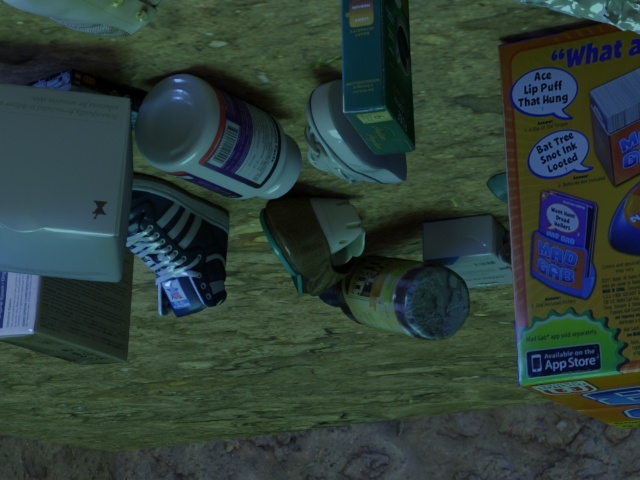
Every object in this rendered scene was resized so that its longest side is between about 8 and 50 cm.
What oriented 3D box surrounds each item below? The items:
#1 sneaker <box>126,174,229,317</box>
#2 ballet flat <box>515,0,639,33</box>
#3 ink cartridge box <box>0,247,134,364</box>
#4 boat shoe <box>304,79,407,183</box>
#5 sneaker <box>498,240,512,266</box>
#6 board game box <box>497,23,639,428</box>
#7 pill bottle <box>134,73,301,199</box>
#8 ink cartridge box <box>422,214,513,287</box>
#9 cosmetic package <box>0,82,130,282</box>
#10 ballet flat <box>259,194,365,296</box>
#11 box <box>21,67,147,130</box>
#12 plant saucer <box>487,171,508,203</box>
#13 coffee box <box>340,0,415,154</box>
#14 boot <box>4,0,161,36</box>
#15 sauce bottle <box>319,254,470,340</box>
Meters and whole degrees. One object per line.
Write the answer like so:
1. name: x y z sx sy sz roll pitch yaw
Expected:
1. sneaker: -0.215 0.012 2.071 0.099 0.153 0.282 -12 161 33
2. ballet flat: 0.271 -0.234 1.274 0.409 0.147 0.147 8 163 -30
3. ink cartridge box: -0.353 0.058 2.155 0.088 0.193 0.234 -6 163 25
4. boat shoe: 0.024 -0.107 1.762 0.084 0.095 0.258 -11 161 18
5. sneaker: 0.285 0.012 2.246 0.118 0.042 0.067 -23 -178 -34
6. board game box: 0.418 -0.016 1.617 0.356 0.356 0.356 -9 163 26
7. pill bottle: -0.106 -0.106 1.733 0.108 0.108 0.193 -10 162 31
8. ink cartridge box: 0.223 0.018 2.288 0.104 0.060 0.180 -7 163 20
9. cosmetic package: -0.308 -0.054 1.734 0.197 0.155 0.365 7 169 -7
10. ballet flat: 0.000 0.000 2.155 0.124 0.116 0.342 -22 163 1
11. box: -0.252 -0.149 1.719 0.094 0.027 0.137 -12 161 38
12. plant saucer: 0.278 -0.067 2.056 0.119 0.021 0.119 -1 165 0
13. coffee box: 0.048 -0.176 1.343 0.040 0.184 0.113 -6 164 14
14. boot: -0.196 -0.239 1.271 0.262 0.095 0.203 -13 160 43
15. sauce bottle: 0.091 0.078 2.294 0.111 0.111 0.344 7 179 -26
